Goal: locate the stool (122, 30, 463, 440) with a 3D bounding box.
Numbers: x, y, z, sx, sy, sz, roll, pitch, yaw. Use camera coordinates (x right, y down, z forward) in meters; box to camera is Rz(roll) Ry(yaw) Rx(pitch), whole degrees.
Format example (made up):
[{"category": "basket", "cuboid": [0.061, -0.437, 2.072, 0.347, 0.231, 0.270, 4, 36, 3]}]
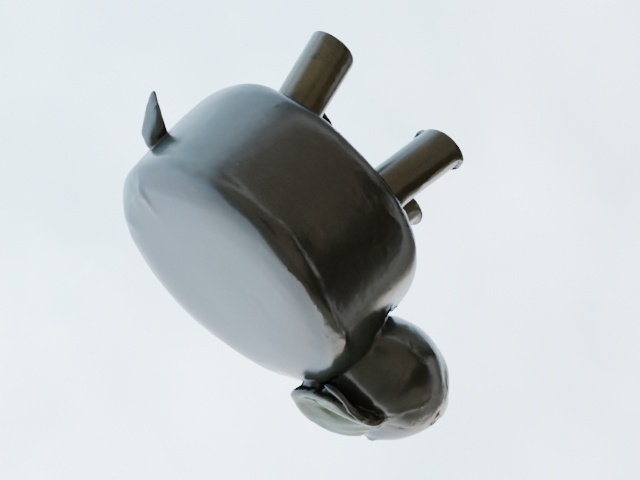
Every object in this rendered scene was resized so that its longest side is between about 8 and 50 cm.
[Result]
[{"category": "stool", "cuboid": [-0.005, 0.000, 1.023, 0.139, 0.153, 0.228, -45, -52, -25]}]
